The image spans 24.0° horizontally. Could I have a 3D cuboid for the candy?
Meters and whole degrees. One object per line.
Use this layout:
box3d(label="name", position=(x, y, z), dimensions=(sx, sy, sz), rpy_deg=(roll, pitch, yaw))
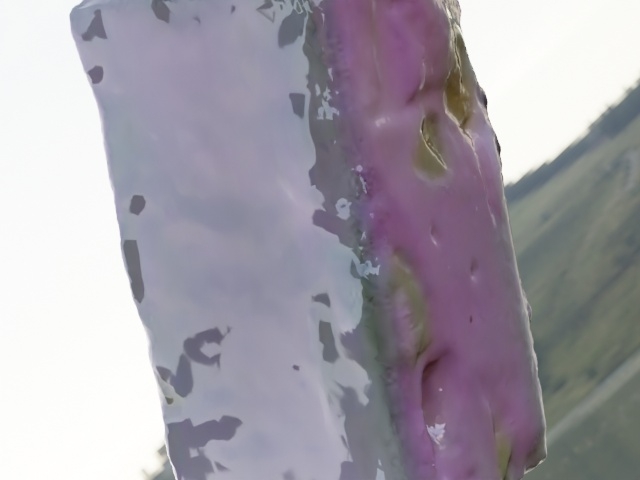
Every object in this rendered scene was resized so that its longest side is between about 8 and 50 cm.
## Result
box3d(label="candy", position=(0.000, 0.000, 0.672), dimensions=(0.155, 0.265, 0.116), rpy_deg=(-1, 15, 41))
